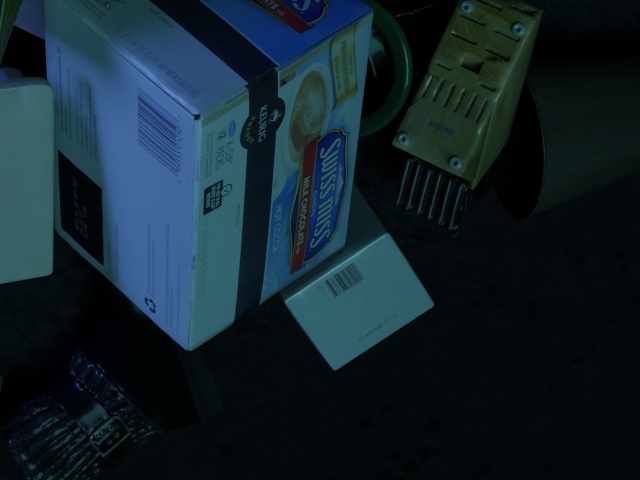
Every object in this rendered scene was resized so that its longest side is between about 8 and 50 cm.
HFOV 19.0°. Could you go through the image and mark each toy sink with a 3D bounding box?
[{"bbox_3d":[-0.347,-0.081,1.838,0.153,0.131,0.234,-11,132,-19],"label":"toy sink"}]

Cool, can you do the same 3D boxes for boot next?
[{"bbox_3d":[-0.269,0.148,2.197,0.260,0.131,0.348,-24,131,-7],"label":"boot"}]

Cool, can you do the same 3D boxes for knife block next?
[{"bbox_3d":[0.171,-0.143,2.182,0.275,0.088,0.242,-65,167,6],"label":"knife block"}]

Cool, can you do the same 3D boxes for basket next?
[{"bbox_3d":[0.323,-0.143,2.254,0.227,0.154,0.204,-15,124,-20],"label":"basket"}]

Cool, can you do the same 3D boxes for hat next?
[{"bbox_3d":[0.053,-0.221,2.150,0.208,0.183,0.173,16,116,14],"label":"hat"}]

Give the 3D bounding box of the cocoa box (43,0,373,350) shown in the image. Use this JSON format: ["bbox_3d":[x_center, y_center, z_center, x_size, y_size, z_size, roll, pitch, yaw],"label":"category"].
[{"bbox_3d":[-0.114,-0.114,1.886,0.228,0.231,0.347,-33,149,-30],"label":"cocoa box"}]

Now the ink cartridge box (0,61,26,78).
[{"bbox_3d":[-0.445,-0.129,1.920,0.207,0.119,0.353,-47,129,12],"label":"ink cartridge box"}]

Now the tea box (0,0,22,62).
[{"bbox_3d":[-0.410,-0.340,1.656,0.329,0.220,0.323,12,120,-6],"label":"tea box"}]

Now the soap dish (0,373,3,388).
[{"bbox_3d":[-0.516,0.258,2.171,0.229,0.118,0.291,16,117,-33],"label":"soap dish"}]

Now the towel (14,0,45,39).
[{"bbox_3d":[-0.267,-0.331,1.823,0.187,0.049,0.282,30,126,7],"label":"towel"}]

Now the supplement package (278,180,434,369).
[{"bbox_3d":[0.000,0.000,2.139,0.139,0.244,0.134,-34,132,1],"label":"supplement package"}]
